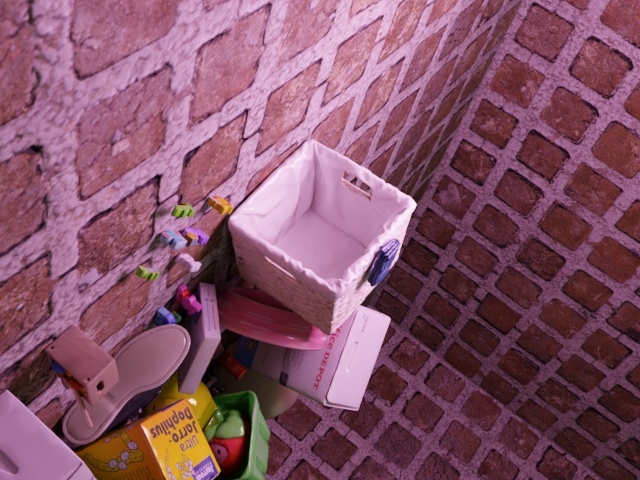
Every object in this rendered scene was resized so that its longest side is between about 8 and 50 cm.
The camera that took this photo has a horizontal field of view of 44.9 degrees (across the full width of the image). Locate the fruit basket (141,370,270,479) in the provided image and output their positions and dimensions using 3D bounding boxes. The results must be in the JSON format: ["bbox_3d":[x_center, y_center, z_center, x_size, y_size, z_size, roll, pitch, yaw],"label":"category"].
[{"bbox_3d":[-0.342,0.498,2.008,0.392,0.392,0.282,111,-14,-50],"label":"fruit basket"}]

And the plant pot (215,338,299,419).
[{"bbox_3d":[-0.221,0.426,2.501,0.284,0.284,0.190,-38,126,-48],"label":"plant pot"}]

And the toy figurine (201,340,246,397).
[{"bbox_3d":[-0.343,0.408,2.233,0.209,0.148,0.213,-53,171,26],"label":"toy figurine"}]

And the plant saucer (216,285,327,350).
[{"bbox_3d":[-0.136,0.194,2.013,0.332,0.332,0.084,6,100,-75],"label":"plant saucer"}]

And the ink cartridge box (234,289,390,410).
[{"bbox_3d":[-0.030,0.286,2.233,0.166,0.395,0.285,23,85,-46],"label":"ink cartridge box"}]

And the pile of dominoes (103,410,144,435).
[{"bbox_3d":[-0.547,0.556,2.111,0.196,0.040,0.251,-55,167,10],"label":"pile of dominoes"}]

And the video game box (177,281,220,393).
[{"bbox_3d":[-0.301,0.238,1.885,0.048,0.187,0.205,11,127,-25],"label":"video game box"}]

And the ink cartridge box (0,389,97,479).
[{"bbox_3d":[-0.531,0.427,1.449,0.121,0.211,0.289,-46,165,-26],"label":"ink cartridge box"}]

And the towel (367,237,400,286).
[{"bbox_3d":[0.146,0.051,1.760,0.067,0.029,0.119,-43,161,-40],"label":"towel"}]

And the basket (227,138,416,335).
[{"bbox_3d":[0.000,0.000,1.873,0.331,0.328,0.266,-47,159,-28],"label":"basket"}]

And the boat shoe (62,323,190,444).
[{"bbox_3d":[-0.425,0.327,1.753,0.340,0.127,0.113,-49,167,-11],"label":"boat shoe"}]

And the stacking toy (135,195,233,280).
[{"bbox_3d":[-0.279,-0.008,1.573,0.167,0.052,0.221,-59,164,16],"label":"stacking toy"}]

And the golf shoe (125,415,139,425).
[{"bbox_3d":[-0.507,0.427,1.893,0.086,0.067,0.186,-26,167,2],"label":"golf shoe"}]

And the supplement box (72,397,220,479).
[{"bbox_3d":[-0.445,0.528,1.742,0.357,0.195,0.194,-27,177,21],"label":"supplement box"}]

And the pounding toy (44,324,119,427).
[{"bbox_3d":[-0.453,0.260,1.469,0.100,0.130,0.141,-46,165,-29],"label":"pounding toy"}]

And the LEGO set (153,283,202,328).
[{"bbox_3d":[-0.345,0.224,1.832,0.087,0.093,0.227,-38,160,-49],"label":"LEGO set"}]
